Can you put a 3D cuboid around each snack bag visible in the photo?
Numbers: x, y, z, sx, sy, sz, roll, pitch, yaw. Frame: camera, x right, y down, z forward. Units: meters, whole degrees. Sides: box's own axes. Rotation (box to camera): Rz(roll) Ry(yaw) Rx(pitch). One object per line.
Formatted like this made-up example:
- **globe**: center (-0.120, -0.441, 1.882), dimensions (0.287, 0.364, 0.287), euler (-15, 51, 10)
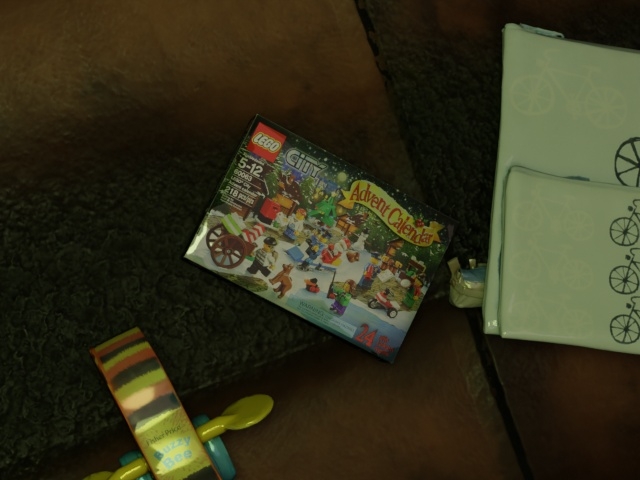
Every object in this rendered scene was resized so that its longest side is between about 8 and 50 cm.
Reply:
- **snack bag**: center (0.333, -0.048, 1.290), dimensions (0.323, 0.037, 0.342), euler (8, 75, -9)

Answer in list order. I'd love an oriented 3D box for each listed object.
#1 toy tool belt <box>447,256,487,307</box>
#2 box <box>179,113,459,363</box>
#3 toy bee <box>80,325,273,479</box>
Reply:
- **toy tool belt**: center (0.170, 0.040, 1.280), dimensions (0.083, 0.052, 0.051), euler (-5, 97, -13)
- **box**: center (0.000, 0.000, 1.247), dimensions (0.233, 0.044, 0.159), euler (27, 82, -10)
- **toy bee**: center (-0.112, 0.215, 1.155), dimensions (0.298, 0.162, 0.195), euler (43, 78, -7)
